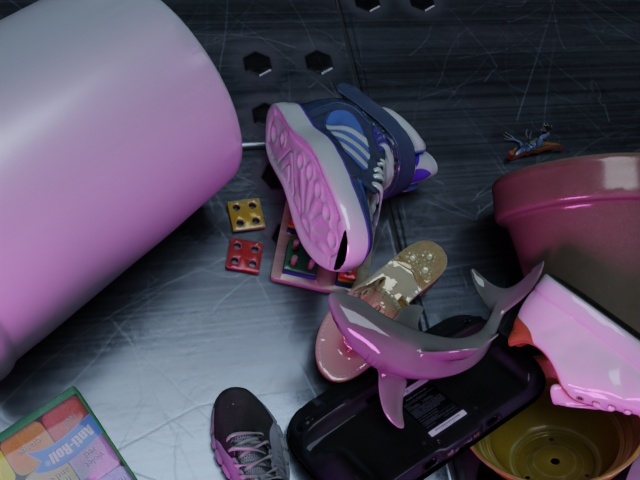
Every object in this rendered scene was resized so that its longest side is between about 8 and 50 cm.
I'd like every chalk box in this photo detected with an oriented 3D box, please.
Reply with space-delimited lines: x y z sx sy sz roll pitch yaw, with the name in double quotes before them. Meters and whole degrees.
"chalk box" -0.256 0.274 0.738 0.180 0.289 0.179 -32 73 -24

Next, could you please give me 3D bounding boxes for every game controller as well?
"game controller" 0.120 0.201 0.958 0.319 0.067 0.166 -27 49 -22

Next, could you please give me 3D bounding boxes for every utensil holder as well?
"utensil holder" -0.326 -0.081 0.893 0.327 0.327 0.385 42 61 11

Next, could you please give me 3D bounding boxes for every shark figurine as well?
"shark figurine" 0.157 0.115 0.904 0.278 0.116 0.166 -8 79 -30

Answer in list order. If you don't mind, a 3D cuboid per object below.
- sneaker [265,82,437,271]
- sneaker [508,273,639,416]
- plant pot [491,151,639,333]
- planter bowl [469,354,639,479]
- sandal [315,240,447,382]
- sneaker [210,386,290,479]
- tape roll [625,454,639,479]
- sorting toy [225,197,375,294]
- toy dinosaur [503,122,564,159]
"sneaker" 0.075 -0.087 1.042 0.236 0.130 0.323 -1 38 -23
"sneaker" 0.346 0.168 0.895 0.290 0.106 0.123 40 102 29
"plant pot" 0.371 0.024 1.042 0.263 0.263 0.229 -1 81 -12
"planter bowl" 0.285 0.244 0.956 0.217 0.090 0.217 -11 31 6
"sandal" 0.081 0.070 0.985 0.088 0.079 0.240 40 63 13
"sneaker" -0.062 0.258 0.875 0.086 0.132 0.229 -14 67 -18
"tape roll" 0.429 0.330 0.903 0.219 0.072 0.219 -1 91 -40
"sorting toy" 0.000 0.000 1.072 0.274 0.046 0.132 13 61 -4
"toy dinosaur" 0.331 -0.146 1.219 0.090 0.047 0.082 41 81 -1
